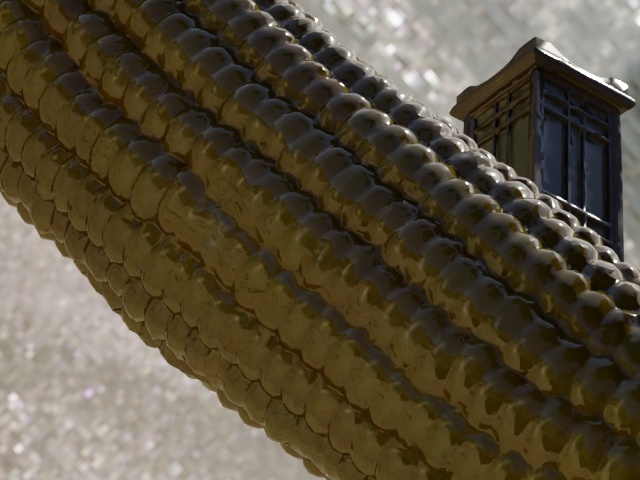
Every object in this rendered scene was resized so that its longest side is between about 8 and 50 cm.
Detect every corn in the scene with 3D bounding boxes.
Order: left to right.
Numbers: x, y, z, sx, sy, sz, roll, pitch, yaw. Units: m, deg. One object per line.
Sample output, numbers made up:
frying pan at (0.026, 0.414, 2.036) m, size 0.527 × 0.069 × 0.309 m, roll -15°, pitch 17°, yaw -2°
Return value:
corn at (0.000, 0.000, 0.648) m, size 0.344 × 0.131 × 0.131 m, roll 38°, pitch 11°, yaw 26°

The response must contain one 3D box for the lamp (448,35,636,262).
lamp at (0.131, 0.038, 1.129) m, size 0.089 × 0.090 × 0.325 m, roll 24°, pitch 53°, yaw -26°
